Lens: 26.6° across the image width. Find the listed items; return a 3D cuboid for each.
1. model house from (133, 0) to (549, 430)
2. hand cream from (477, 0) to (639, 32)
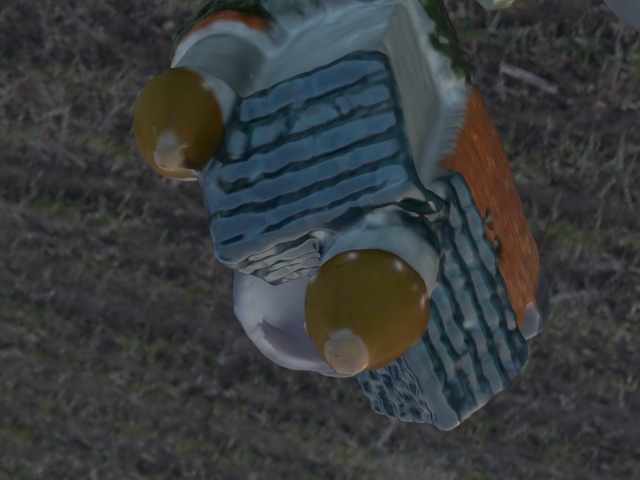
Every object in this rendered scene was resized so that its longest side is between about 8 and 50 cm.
[{"bbox_3d":[0.000,0.000,0.752,0.190,0.301,0.271,-17,109,16],"label":"model house"},{"bbox_3d":[0.196,-0.137,0.378,0.340,0.078,0.124,-22,154,-4],"label":"hand cream"}]
